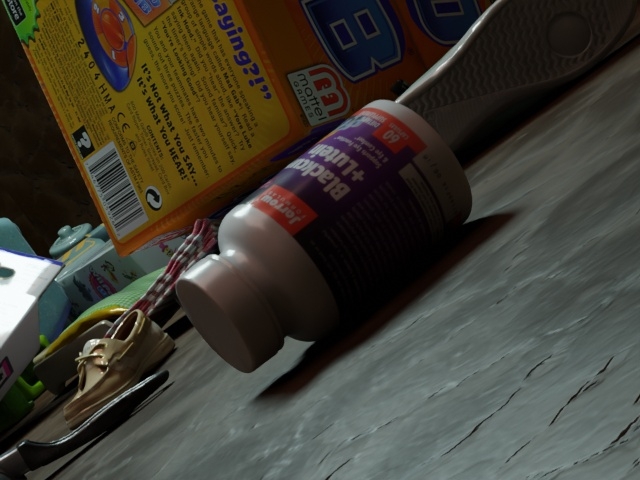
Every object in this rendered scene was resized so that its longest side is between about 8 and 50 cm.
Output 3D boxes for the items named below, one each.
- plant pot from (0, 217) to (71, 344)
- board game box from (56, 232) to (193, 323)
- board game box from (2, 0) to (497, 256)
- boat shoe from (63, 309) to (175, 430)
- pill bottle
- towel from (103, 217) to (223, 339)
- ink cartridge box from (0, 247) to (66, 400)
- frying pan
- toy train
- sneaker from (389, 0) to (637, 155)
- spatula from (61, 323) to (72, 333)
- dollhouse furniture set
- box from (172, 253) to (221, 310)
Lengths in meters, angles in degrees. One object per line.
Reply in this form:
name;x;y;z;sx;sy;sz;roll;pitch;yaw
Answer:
plant pot;-0.472;0.104;2.417;0.252;0.247;0.248;-38;11;-20
board game box;-0.210;0.007;2.460;0.224;0.097;0.303;-41;6;-28
board game box;-0.061;-0.245;1.932;0.356;0.356;0.356;-21;-5;-40
boat shoe;-0.197;0.116;1.714;0.063;0.059;0.170;-33;7;29
pill bottle;0.000;0.000;1.255;0.193;0.108;0.108;-39;7;-21
towel;-0.152;0.045;1.913;0.197;0.029;0.144;-48;-6;15
ink cartridge box;-0.434;0.151;2.013;0.176;0.069;0.371;12;50;27
frying pan;-0.277;0.213;1.520;0.326;0.053;0.197;-38;6;15
toy train;-0.393;0.091;2.733;0.334;0.142;0.190;-37;18;-20
sneaker;0.157;-0.156;1.631;0.256;0.094;0.151;-35;3;7
spatula;-0.375;0.166;2.478;0.296;0.030;0.084;-31;19;48
dollhouse furniture set;-0.313;0.084;2.179;0.301;0.151;0.197;-33;7;33
box;-0.048;0.008;1.809;0.114;0.036;0.207;-42;8;-39
